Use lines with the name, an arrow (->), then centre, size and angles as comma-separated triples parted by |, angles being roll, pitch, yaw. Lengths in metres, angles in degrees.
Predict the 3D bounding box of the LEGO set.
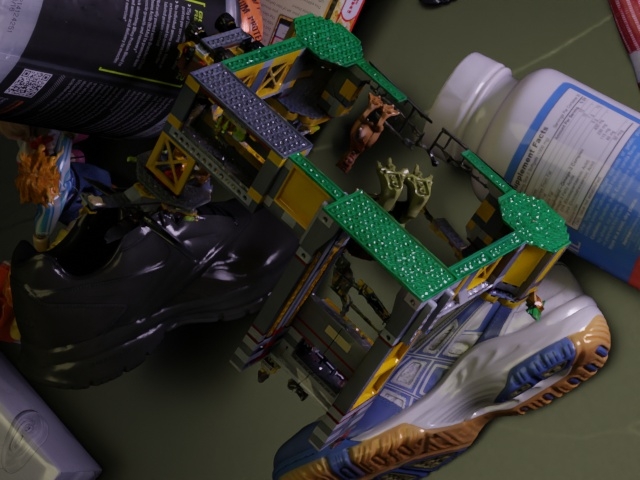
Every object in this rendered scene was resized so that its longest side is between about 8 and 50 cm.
LEGO set -> 0.000, 0.000, 1.146 | 0.331, 0.255, 0.192 | 39, 126, 9

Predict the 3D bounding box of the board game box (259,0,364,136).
board game box -> -0.045, -0.203, 1.307 | 0.147, 0.045, 0.193 | 28, 101, 16

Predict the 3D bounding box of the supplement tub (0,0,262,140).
supplement tub -> -0.198, -0.181, 1.167 | 0.194, 0.316, 0.193 | -4, 84, 36

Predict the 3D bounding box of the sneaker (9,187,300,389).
sneaker -> -0.121, 0.009, 1.216 | 0.109, 0.286, 0.130 | 20, 129, 45

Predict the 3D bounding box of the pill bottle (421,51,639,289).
pill bottle -> 0.198, -0.061, 1.203 | 0.221, 0.124, 0.124 | 30, 92, 17

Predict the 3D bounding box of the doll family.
doll family -> -0.225, -0.013, 1.286 | 0.118, 0.163, 0.263 | 9, 85, 14

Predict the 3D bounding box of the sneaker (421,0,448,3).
sneaker -> 0.122, -0.243, 1.294 | 0.109, 0.040, 0.043 | -32, 60, 5

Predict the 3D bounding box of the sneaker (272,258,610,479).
sneaker -> 0.083, 0.107, 1.235 | 0.296, 0.112, 0.131 | -29, 64, 4

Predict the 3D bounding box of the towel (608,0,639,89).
towel -> 0.324, -0.307, 1.219 | 0.237, 0.037, 0.329 | -16, 89, 14

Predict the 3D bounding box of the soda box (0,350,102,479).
soda box -> -0.326, 0.131, 1.331 | 0.091, 0.098, 0.286 | -45, 74, 5
